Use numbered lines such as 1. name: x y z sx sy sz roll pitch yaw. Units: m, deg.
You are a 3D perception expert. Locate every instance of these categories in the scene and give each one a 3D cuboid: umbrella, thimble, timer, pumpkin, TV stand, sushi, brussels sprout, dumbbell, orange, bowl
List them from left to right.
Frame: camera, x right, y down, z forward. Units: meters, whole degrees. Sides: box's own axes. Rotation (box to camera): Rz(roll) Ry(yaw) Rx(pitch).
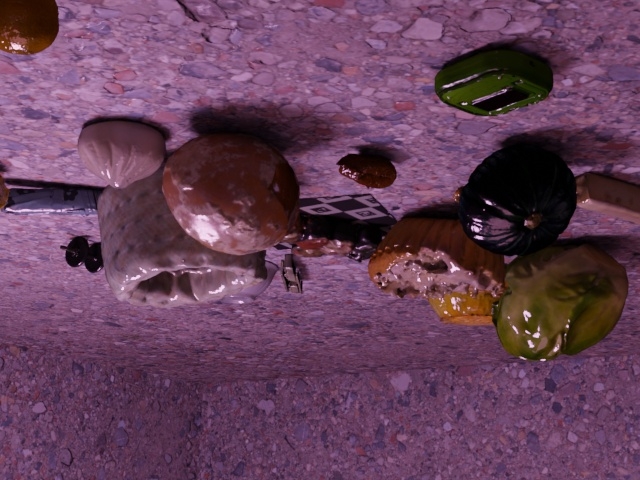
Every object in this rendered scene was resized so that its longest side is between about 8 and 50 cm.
1. orange: -0.347 -0.256 1.201 0.095 0.085 0.085 2 165 -19
2. umbrella: -0.463 -0.069 1.935 0.250 0.052 0.053 0 168 -13
3. dumbbell: -0.508 0.031 2.283 0.069 0.069 0.147 -9 161 34
4. thimble: -0.242 -0.005 1.845 0.291 0.195 0.291 -8 164 -2
5. bowl: -0.195 0.100 2.462 0.189 0.086 0.189 2 164 0
6. TV stand: -0.069 0.080 2.464 0.042 0.036 0.249 3 165 4
7. sushi: 0.000 0.000 2.107 0.320 0.069 0.339 -4 163 18
8. sushi: 0.080 -0.116 1.715 0.118 0.061 0.060 23 -165 -40
9. timer: 0.228 -0.205 1.383 0.128 0.047 0.140 14 160 -40
10. pumpkin: 0.314 -0.060 1.667 0.194 0.194 0.150 3 -167 -2
11. brussels sprout: 0.499 0.126 2.204 0.294 0.227 0.259 -47 152 24

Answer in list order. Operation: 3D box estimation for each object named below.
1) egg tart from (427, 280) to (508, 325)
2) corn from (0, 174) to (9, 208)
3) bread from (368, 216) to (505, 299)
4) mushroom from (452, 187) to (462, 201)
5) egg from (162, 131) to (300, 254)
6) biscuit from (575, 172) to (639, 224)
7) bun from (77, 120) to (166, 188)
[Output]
1. egg tart: 0.362 0.135 2.482 0.288 0.118 0.288 -1 168 0
2. corn: -0.706 -0.085 1.833 0.310 0.101 0.101 2 165 6
3. bread: 0.228 0.037 2.039 0.274 0.149 0.274 7 163 2
4. mushroom: 0.294 -0.050 1.985 0.028 0.026 0.286 13 171 23
5. egg: -0.138 -0.075 1.635 0.195 0.195 0.233 -13 145 42
6. biscuit: 0.513 -0.069 1.819 0.188 0.056 0.052 13 162 -31
7. bun: -0.313 -0.126 1.652 0.138 0.094 0.138 -2 165 0
